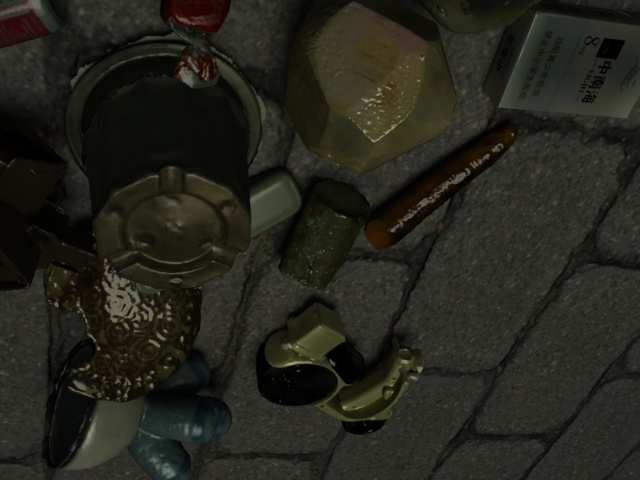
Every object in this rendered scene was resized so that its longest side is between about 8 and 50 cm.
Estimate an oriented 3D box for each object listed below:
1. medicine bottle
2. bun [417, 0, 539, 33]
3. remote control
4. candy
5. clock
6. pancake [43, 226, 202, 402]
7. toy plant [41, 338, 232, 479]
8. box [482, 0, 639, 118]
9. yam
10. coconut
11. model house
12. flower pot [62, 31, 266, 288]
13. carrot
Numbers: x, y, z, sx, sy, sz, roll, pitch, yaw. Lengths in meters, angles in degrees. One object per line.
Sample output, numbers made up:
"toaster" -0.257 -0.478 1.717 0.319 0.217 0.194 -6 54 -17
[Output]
"medicine bottle" -0.418 -0.263 0.762 0.217 0.090 0.090 -16 133 -1
"bun" 0.212 -0.381 0.791 0.273 0.168 0.273 -3 135 -4
"remote control" -0.170 -0.014 1.043 0.309 0.038 0.090 -31 120 -6
"candy" -0.141 -0.327 0.765 0.086 0.059 0.292 3 103 -23
"clock" 0.052 0.282 1.360 0.379 0.120 0.276 28 123 -33
"pancake" -0.322 0.118 1.060 0.288 0.033 0.286 41 74 -31
"toy plant" -0.316 0.326 1.224 0.332 0.247 0.247 20 122 -32
"box" 0.391 -0.274 1.000 0.243 0.067 0.155 2 131 -17
"yam" 0.000 0.000 1.102 0.107 0.107 0.194 10 127 -24
"coconut" 0.066 -0.200 0.858 0.237 0.237 0.197 -22 174 4
"model house" -0.408 -0.042 0.873 0.243 0.211 0.204 28 120 -28
"flower pot" -0.202 -0.091 0.861 0.290 0.259 0.290 -7 132 -8
"carrot" 0.208 -0.092 1.109 0.314 0.066 0.066 -37 130 16
